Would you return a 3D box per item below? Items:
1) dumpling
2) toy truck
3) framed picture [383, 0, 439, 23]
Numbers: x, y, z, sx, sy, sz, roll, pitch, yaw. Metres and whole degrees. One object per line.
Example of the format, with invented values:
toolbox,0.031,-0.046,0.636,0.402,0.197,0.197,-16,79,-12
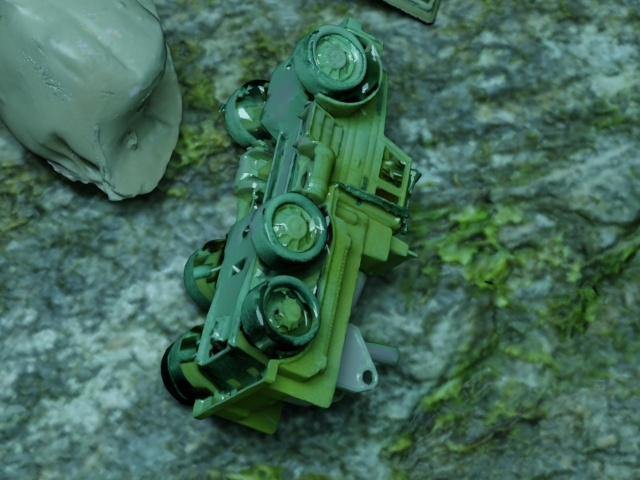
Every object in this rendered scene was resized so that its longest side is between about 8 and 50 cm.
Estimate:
dumpling,-0.157,-0.125,1.299,0.136,0.118,0.199,-42,103,-33
toy truck,-0.002,-0.004,1.265,0.135,0.128,0.259,19,63,-24
framed picture,0.026,-0.313,1.396,0.216,0.016,0.273,25,66,-20
